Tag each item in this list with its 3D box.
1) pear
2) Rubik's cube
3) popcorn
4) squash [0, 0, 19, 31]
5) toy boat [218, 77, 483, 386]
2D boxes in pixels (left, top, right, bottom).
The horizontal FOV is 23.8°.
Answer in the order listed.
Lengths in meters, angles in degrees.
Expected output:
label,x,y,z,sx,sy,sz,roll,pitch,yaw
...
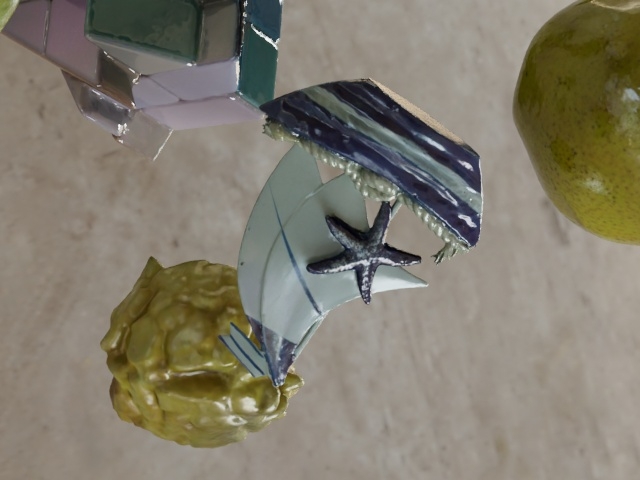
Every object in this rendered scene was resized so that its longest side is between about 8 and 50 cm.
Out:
label,x,y,z,sx,sy,sz,roll,pitch,yaw
pear,0.360,-0.133,1.652,0.294,0.294,0.294,31,50,-47
Rubik's cube,-0.229,-0.326,2.011,0.358,0.368,0.387,33,56,-56
popcorn,-0.134,0.120,1.754,0.249,0.249,0.225,35,53,-45
squash,-0.369,-0.241,1.608,0.200,0.075,0.090,-54,160,-7
toy boat,0.031,0.001,1.329,0.070,0.210,0.291,-88,-172,-72
